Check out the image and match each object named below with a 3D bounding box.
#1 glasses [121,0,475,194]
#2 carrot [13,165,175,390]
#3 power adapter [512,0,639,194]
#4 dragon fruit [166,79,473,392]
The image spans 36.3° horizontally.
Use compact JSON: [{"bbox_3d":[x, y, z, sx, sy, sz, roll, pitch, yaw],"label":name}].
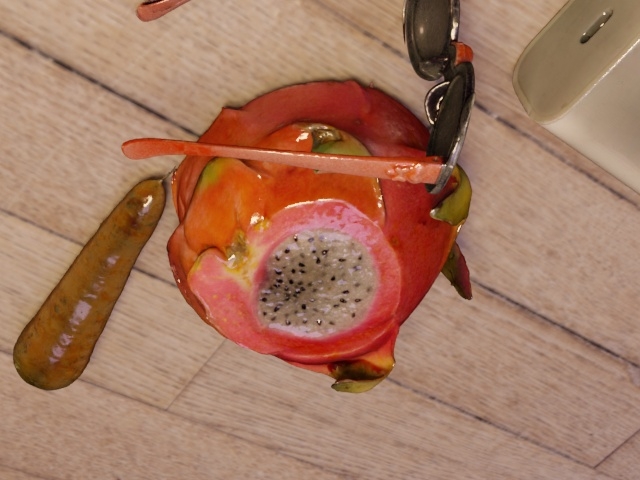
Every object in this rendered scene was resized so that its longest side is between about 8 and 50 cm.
[{"bbox_3d":[-0.014,-0.145,0.761,0.268,0.234,0.118,3,143,-9],"label":"glasses"},{"bbox_3d":[-0.216,0.033,0.967,0.078,0.078,0.298,25,117,-26],"label":"carrot"},{"bbox_3d":[0.332,-0.136,0.898,0.255,0.124,0.187,27,120,-28],"label":"power adapter"},{"bbox_3d":[0.000,0.000,0.900,0.290,0.189,0.291,-5,129,-7],"label":"dragon fruit"}]
